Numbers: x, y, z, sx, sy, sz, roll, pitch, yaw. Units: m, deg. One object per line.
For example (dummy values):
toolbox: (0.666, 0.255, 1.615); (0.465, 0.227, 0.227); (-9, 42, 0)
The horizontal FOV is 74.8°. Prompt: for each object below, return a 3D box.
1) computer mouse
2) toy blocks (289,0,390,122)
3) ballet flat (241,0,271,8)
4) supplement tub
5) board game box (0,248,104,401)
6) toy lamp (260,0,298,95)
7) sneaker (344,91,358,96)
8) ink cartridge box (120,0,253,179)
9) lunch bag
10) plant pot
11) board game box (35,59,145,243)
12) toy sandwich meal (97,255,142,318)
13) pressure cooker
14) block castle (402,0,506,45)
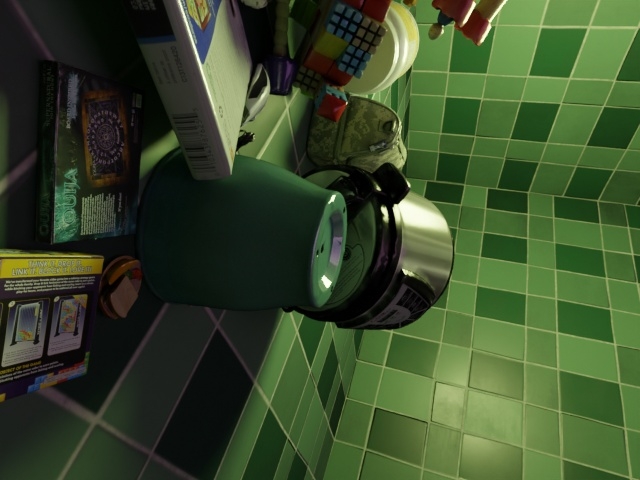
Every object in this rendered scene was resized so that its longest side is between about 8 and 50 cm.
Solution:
computer mouse: (-0.125, -0.237, 0.760); (0.106, 0.042, 0.193); (-24, -132, 58)
toy blocks: (0.046, -0.421, 0.832); (0.381, 0.190, 0.261); (-59, -156, 33)
ballet flat: (-0.100, -0.419, 0.688); (0.232, 0.080, 0.073); (-82, -172, -59)
supplement tub: (0.144, -0.557, 1.202); (0.331, 0.241, 0.241); (-54, 150, -55)
board game box: (-0.303, 0.080, 0.407); (0.170, 0.048, 0.141); (10, 87, -73)
toy lamp: (-0.075, -0.432, 0.827); (0.080, 0.080, 0.275); (-25, 123, -70)
sneaker: (0.105, -0.512, 1.434); (0.098, 0.083, 0.224); (-63, 171, 30)
ink cartridge box: (-0.166, -0.297, 0.565); (0.304, 0.072, 0.307); (80, 4, -48)
lunch bag: (0.125, -0.299, 1.261); (0.305, 0.256, 0.213); (21, 79, -73)
plant pot: (-0.099, -0.007, 0.676); (0.271, 0.255, 0.272); (9, 90, -73)
board game box: (-0.261, -0.094, 0.484); (0.126, 0.026, 0.186); (-17, 116, -72)
toy sandwich meal: (-0.263, 0.061, 0.561); (0.085, 0.029, 0.086); (10, 90, -74)
pressure cooker: (0.073, 0.019, 1.007); (0.420, 0.375, 0.370); (14, 84, -47)
block castle: (0.219, -0.659, 0.998); (0.213, 0.453, 0.303); (-52, 166, 29)
